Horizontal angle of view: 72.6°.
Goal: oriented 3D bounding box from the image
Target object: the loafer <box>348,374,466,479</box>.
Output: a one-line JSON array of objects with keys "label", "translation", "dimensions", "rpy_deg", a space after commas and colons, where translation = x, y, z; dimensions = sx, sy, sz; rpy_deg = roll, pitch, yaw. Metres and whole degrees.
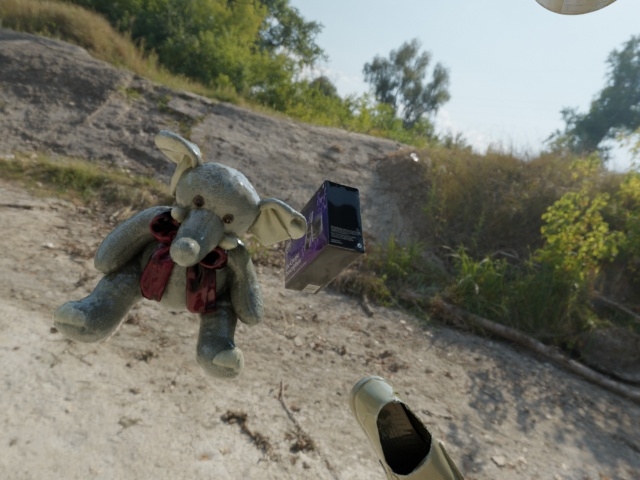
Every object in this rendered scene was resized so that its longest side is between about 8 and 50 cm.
[{"label": "loafer", "translation": [0.136, 0.326, 0.637], "dimensions": [0.269, 0.102, 0.092], "rpy_deg": [53, -8, 1]}]

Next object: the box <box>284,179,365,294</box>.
[{"label": "box", "translation": [0.000, 0.000, 1.109], "dimensions": [0.103, 0.184, 0.261], "rpy_deg": [14, -34, -22]}]

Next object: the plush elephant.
[{"label": "plush elephant", "translation": [-0.176, 0.002, 0.641], "dimensions": [0.271, 0.255, 0.330], "rpy_deg": [25, 48, -8]}]

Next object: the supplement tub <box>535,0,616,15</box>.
[{"label": "supplement tub", "translation": [0.488, -0.545, 0.785], "dimensions": [0.228, 0.228, 0.316], "rpy_deg": [19, 24, 19]}]
